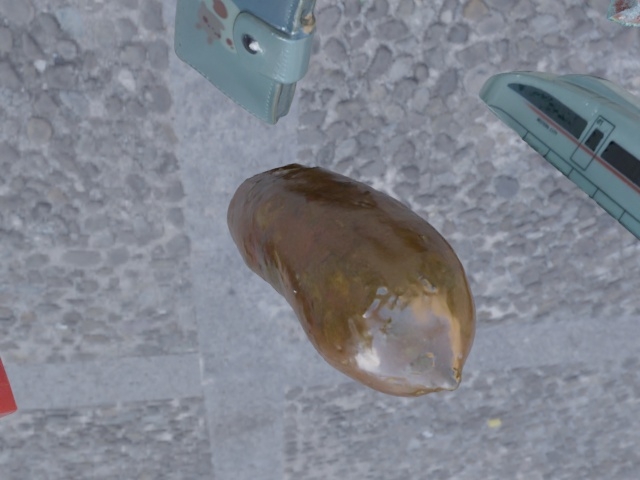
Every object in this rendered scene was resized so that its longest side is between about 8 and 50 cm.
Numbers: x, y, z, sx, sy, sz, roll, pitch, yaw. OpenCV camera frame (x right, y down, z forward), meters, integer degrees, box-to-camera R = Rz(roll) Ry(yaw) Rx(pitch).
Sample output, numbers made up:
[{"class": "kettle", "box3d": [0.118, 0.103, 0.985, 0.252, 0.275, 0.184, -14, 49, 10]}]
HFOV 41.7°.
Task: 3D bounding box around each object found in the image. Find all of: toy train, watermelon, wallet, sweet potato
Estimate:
[{"class": "toy train", "box3d": [0.270, -0.068, 0.722, 0.086, 0.407, 0.088, 9, 120, -34]}, {"class": "watermelon", "box3d": [0.491, -0.373, 1.306, 0.085, 0.061, 0.085, 3, 109, 8]}, {"class": "wallet", "box3d": [-0.110, -0.326, 1.170, 0.083, 0.252, 0.360, -39, 164, -28]}, {"class": "sweet potato", "box3d": [-0.001, -0.002, 0.516, 0.097, 0.292, 0.097, -10, 115, -22]}]

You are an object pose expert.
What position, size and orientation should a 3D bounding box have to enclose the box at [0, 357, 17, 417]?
[{"class": "box", "box3d": [-0.288, 0.068, 0.633, 0.048, 0.152, 0.100, -20, 173, 1]}]
